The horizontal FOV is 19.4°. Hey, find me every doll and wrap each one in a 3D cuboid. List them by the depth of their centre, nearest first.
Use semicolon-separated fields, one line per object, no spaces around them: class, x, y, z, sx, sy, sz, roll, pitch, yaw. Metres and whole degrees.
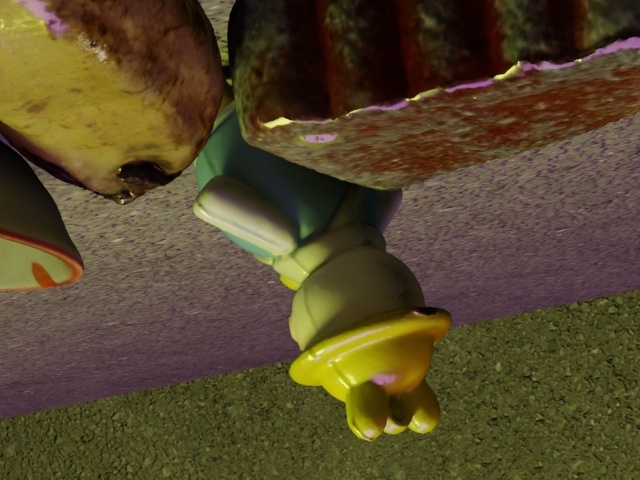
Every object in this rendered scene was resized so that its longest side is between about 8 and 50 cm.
doll;-0.001;0.001;1.037;0.098;0.241;0.135;-28;157;8

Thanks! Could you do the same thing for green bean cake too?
green bean cake;0.083;-0.098;0.899;0.232;0.097;0.198;-14;169;26

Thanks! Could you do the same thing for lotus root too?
lotus root;-0.104;-0.087;0.786;0.110;0.097;0.258;-9;165;6

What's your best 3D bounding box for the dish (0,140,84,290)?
dish;-0.236;-0.040;0.875;0.260;0.085;0.260;7;170;1
